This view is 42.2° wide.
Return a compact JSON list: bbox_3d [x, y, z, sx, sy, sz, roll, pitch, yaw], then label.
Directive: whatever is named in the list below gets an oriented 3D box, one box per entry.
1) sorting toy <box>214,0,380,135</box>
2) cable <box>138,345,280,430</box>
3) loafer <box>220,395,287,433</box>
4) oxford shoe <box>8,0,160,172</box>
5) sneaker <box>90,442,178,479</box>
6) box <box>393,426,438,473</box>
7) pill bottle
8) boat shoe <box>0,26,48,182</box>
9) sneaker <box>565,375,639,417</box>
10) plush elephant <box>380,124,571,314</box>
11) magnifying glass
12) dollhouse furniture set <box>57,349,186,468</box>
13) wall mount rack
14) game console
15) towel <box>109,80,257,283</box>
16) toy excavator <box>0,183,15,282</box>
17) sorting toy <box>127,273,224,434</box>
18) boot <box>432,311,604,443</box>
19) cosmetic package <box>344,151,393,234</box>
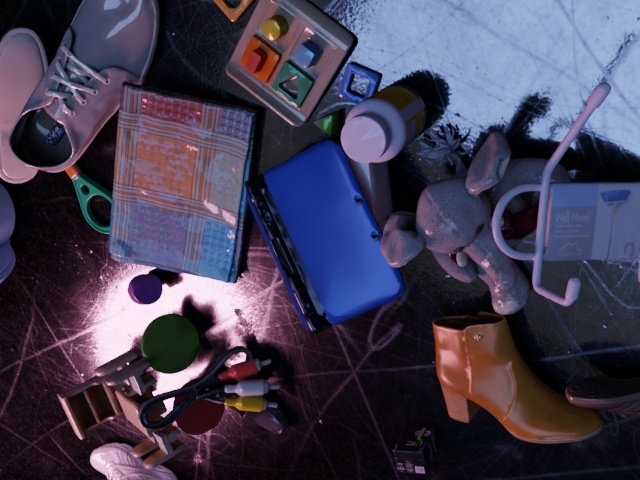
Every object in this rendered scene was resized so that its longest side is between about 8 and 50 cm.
[{"bbox_3d":[-0.064,-0.321,1.440,0.348,0.047,0.196,38,122,6],"label":"sorting toy"},{"bbox_3d":[-0.228,0.300,1.678,0.072,0.287,0.139,178,83,-68],"label":"cable"},{"bbox_3d":[-0.149,0.359,1.754,0.170,0.061,0.062,31,120,10],"label":"loafer"},{"bbox_3d":[-0.445,-0.299,1.555,0.169,0.130,0.449,38,112,-2],"label":"oxford shoe"},{"bbox_3d":[-0.455,0.557,1.947,0.232,0.115,0.090,18,117,17],"label":"sneaker"},{"bbox_3d":[0.185,0.406,1.605,0.062,0.083,0.052,-2,111,25],"label":"box"},{"bbox_3d":[0.100,-0.185,1.339,0.103,0.184,0.103,9,114,21],"label":"pill bottle"},{"bbox_3d":[-0.619,-0.281,1.679,0.097,0.117,0.324,47,134,48],"label":"boat shoe"},{"bbox_3d":[0.506,0.270,1.385,0.189,0.066,0.071,-5,115,5],"label":"sneaker"},{"bbox_3d":[0.249,-0.028,1.293,0.330,0.255,0.272,45,122,2],"label":"plush elephant"},{"bbox_3d":[-0.496,-0.116,1.742,0.092,0.026,0.231,-32,97,32],"label":"magnifying glass"},{"bbox_3d":[-0.435,0.364,1.765,0.242,0.161,0.212,11,124,58],"label":"dollhouse furniture set"},{"bbox_3d":[0.426,-0.067,1.169,0.130,0.350,0.304,-151,62,-65],"label":"wall mount rack"},{"bbox_3d":[0.000,0.000,1.471,0.173,0.250,0.293,-24,87,-6],"label":"game console"},{"bbox_3d":[-0.271,-0.100,1.599,0.272,0.040,0.370,12,116,4],"label":"towel"},{"bbox_3d":[-0.782,-0.121,1.770,0.445,0.222,0.433,-38,94,25],"label":"toy excavator"},{"bbox_3d":[-0.333,0.243,1.789,0.126,0.127,0.365,-8,107,58],"label":"sorting toy"},{"bbox_3d":[0.338,0.232,1.449,0.295,0.104,0.211,3,115,29],"label":"boot"},{"bbox_3d":[0.087,-0.047,1.455,0.061,0.099,0.239,0,111,22],"label":"cosmetic package"}]
